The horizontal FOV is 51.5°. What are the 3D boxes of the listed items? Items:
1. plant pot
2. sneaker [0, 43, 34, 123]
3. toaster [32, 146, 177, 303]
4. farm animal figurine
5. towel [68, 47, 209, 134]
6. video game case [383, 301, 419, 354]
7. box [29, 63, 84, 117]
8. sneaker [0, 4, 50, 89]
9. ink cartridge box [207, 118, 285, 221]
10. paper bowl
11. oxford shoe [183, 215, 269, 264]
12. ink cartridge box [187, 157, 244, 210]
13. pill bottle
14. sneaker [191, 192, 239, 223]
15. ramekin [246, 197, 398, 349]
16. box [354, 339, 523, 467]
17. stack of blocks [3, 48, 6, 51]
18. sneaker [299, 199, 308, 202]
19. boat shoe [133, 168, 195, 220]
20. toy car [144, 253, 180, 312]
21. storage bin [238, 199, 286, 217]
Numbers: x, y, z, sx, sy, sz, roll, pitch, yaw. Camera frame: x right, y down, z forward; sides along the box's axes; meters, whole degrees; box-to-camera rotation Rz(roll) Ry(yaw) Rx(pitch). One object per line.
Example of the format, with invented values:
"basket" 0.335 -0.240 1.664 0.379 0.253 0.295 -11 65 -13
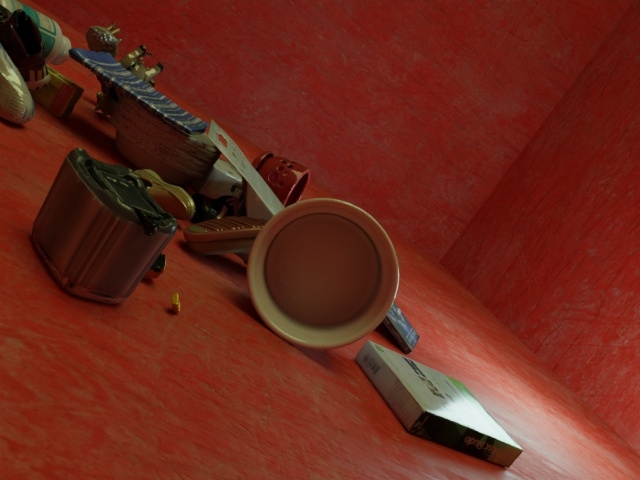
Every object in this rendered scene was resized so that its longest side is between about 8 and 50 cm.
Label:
"plant pot" -0.150 -0.191 2.184 0.174 0.191 0.191 32 9 7
"sneaker" -0.654 -0.343 1.334 0.086 0.085 0.237 -164 -130 -82
"toaster" -0.301 -0.014 0.920 0.227 0.146 0.129 41 12 37
"farm animal figurine" -0.546 -0.408 1.902 0.330 0.172 0.327 36 -32 7
"towel" -0.436 -0.369 1.640 0.336 0.040 0.243 33 10 -5
"video game case" 0.168 0.168 1.771 0.274 0.026 0.196 55 12 6
"box" -0.702 -0.399 1.615 0.232 0.087 0.058 35 11 -6
"sneaker" -0.705 -0.492 1.504 0.281 0.106 0.162 49 -34 4
"ink cartridge box" -0.180 -0.109 1.648 0.385 0.091 0.308 51 5 -19
"paper bowl" -0.408 -0.250 1.705 0.284 0.148 0.284 34 10 -7
"oxford shoe" -0.107 0.029 1.423 0.397 0.146 0.140 2 12 -34
"ink cartridge box" -0.286 -0.175 1.919 0.219 0.092 0.160 23 16 -49
"pill bottle" -0.838 -0.585 1.873 0.146 0.146 0.264 40 10 26
"sneaker" -0.262 -0.084 1.598 0.121 0.079 0.217 32 11 -23
"ramekin" 0.003 0.059 1.267 0.277 0.277 0.135 35 2 -1
"box" 0.241 0.335 1.359 0.322 0.058 0.232 27 12 -33
"stack of blocks" -0.801 -0.417 1.351 0.171 0.087 0.297 38 10 18
"sneaker" 0.000 0.000 1.848 0.131 0.148 0.350 2 26 -7
"boat shoe" -0.353 -0.096 1.434 0.190 0.068 0.072 29 18 29
"toy car" -0.260 0.071 1.039 0.040 0.060 0.122 95 -26 -50
"storage bin" -0.169 -0.082 1.872 0.135 0.091 0.098 33 8 -15
